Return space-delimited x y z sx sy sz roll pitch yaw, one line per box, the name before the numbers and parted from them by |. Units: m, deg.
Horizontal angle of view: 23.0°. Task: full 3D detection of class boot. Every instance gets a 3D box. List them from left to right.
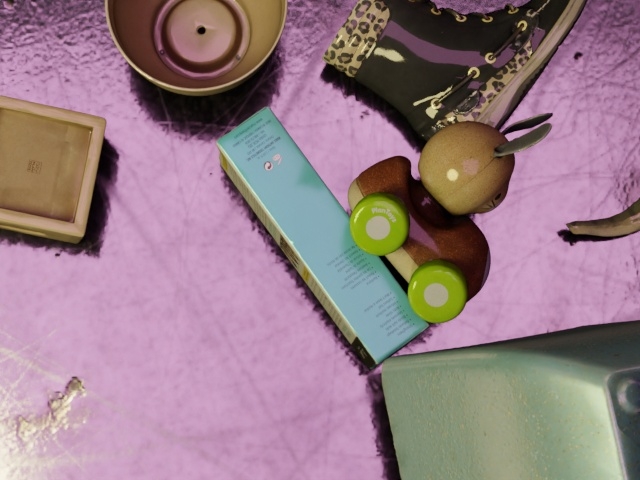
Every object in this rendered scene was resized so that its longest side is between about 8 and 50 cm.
boot | 0.132 -0.206 1.463 0.178 0.085 0.236 35 89 2

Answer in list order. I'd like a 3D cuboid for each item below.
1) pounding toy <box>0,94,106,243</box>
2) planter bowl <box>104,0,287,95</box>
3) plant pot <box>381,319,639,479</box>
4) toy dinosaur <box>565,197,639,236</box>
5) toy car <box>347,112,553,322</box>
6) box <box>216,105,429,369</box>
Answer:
pounding toy | -0.276 -0.075 1.441 0.141 0.100 0.130 12 82 -11
planter bowl | -0.112 -0.203 1.447 0.162 0.109 0.162 0 81 -2
plant pot | 0.234 0.185 1.293 0.247 0.252 0.248 -6 82 -28
toy dinosaur | 0.370 -0.050 1.467 0.268 0.064 0.118 -38 70 -6
toy car | 0.132 -0.043 1.376 0.188 0.155 0.149 -40 97 14
box | 0.000 0.000 1.426 0.060 0.100 0.244 -36 85 -6
